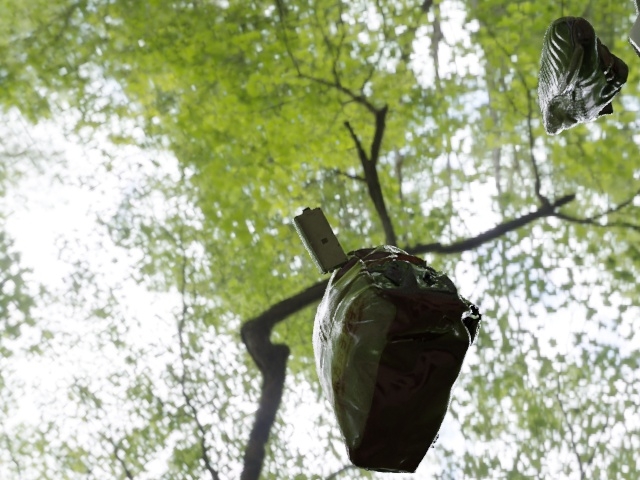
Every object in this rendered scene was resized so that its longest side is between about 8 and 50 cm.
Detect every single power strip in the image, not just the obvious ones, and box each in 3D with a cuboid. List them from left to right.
[{"bbox_3d":[0.000,0.000,0.965,0.040,0.016,0.090,-24,-102,-24],"label":"power strip"}]

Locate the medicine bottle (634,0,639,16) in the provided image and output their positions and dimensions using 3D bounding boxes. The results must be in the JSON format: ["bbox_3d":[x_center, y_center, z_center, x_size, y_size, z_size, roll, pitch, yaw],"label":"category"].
[{"bbox_3d":[0.515,-0.385,1.187,0.057,0.057,0.199,-12,-96,7],"label":"medicine bottle"}]

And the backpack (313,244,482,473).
[{"bbox_3d":[0.092,0.143,1.104,0.197,0.283,0.317,13,-166,-14],"label":"backpack"}]

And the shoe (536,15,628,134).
[{"bbox_3d":[0.365,-0.230,1.055,0.112,0.227,0.099,-6,-112,3],"label":"shoe"}]

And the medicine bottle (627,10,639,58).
[{"bbox_3d":[0.298,-0.150,0.408,0.201,0.171,0.052,10,-143,-8],"label":"medicine bottle"}]
